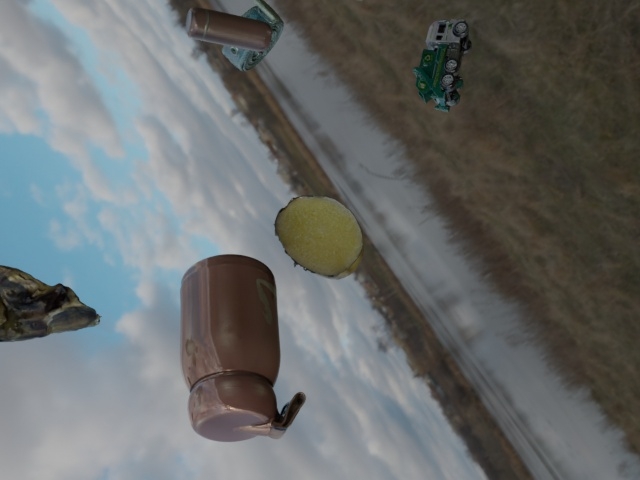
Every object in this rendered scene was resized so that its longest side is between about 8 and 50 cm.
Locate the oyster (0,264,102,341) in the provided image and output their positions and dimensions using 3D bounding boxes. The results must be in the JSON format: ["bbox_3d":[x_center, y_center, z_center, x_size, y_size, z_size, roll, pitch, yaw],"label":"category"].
[{"bbox_3d":[-0.519,0.102,1.166,0.294,0.166,0.094,12,-152,-12],"label":"oyster"}]

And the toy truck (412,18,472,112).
[{"bbox_3d":[0.294,-0.433,1.701,0.116,0.216,0.110,11,170,19],"label":"toy truck"}]

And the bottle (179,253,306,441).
[{"bbox_3d":[-0.135,0.185,1.173,0.206,0.173,0.296,9,-133,-20],"label":"bottle"}]

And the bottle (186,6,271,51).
[{"bbox_3d":[-0.155,-0.356,1.177,0.140,0.053,0.053,4,-148,-25],"label":"bottle"}]

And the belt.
[{"bbox_3d":[-0.143,-0.440,1.515,0.082,0.147,0.163,44,-168,-1],"label":"belt"}]

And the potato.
[{"bbox_3d":[0.000,0.000,1.435,0.200,0.164,0.081,39,169,21],"label":"potato"}]
